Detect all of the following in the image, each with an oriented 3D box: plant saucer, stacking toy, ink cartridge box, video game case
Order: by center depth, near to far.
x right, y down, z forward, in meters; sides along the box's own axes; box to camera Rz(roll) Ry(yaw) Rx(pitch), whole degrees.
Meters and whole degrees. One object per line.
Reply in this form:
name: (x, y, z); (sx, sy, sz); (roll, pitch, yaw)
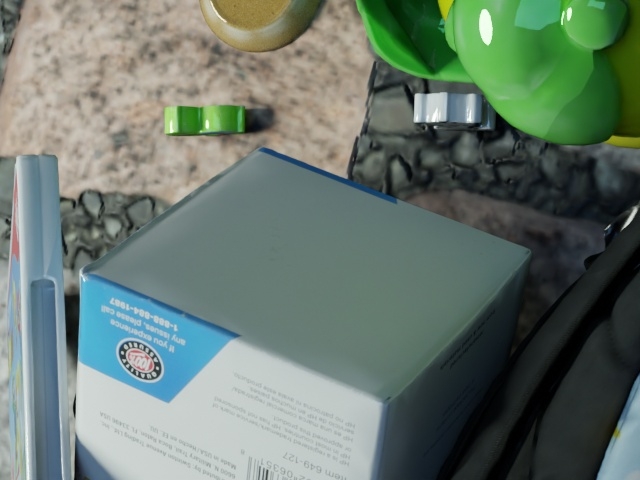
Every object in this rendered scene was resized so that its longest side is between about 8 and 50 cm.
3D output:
ink cartridge box: (-0.015, 0.107, 0.877); (0.171, 0.168, 0.233); (22, 124, 21)
video game case: (-0.157, 0.124, 0.929); (0.025, 0.204, 0.285); (0, 65, -12)
stacking toy: (0.000, 0.000, 0.984); (0.221, 0.052, 0.167); (1, 88, 21)
plant saucer: (-0.040, -0.158, 1.027); (0.083, 0.015, 0.083); (-1, 87, 21)

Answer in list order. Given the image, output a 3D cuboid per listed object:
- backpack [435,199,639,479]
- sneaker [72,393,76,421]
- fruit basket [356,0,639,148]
backpack: (0.166, 0.128, 0.778); (0.273, 0.290, 0.356); (18, 61, -1)
sneaker: (-0.116, 0.160, 1.002); (0.063, 0.075, 0.170); (-25, 79, 32)
fruit basket: (0.164, -0.138, 0.763); (0.392, 0.283, 0.392); (-8, 52, 10)
